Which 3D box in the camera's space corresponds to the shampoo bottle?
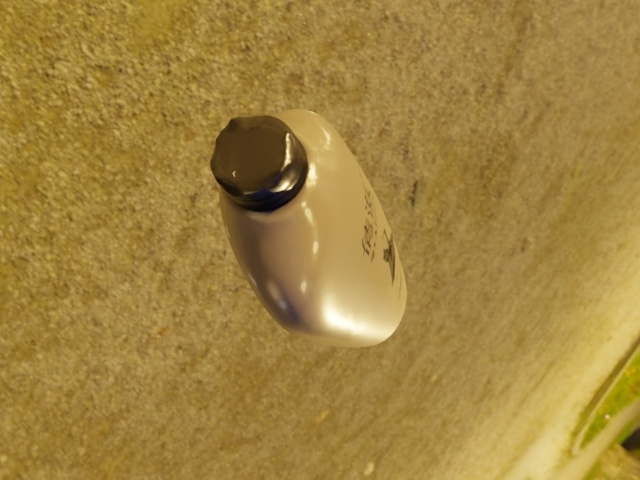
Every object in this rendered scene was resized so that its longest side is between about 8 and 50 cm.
[{"bbox_3d":[0.000,0.000,0.456,0.257,0.078,0.127,47,44,-65],"label":"shampoo bottle"}]
